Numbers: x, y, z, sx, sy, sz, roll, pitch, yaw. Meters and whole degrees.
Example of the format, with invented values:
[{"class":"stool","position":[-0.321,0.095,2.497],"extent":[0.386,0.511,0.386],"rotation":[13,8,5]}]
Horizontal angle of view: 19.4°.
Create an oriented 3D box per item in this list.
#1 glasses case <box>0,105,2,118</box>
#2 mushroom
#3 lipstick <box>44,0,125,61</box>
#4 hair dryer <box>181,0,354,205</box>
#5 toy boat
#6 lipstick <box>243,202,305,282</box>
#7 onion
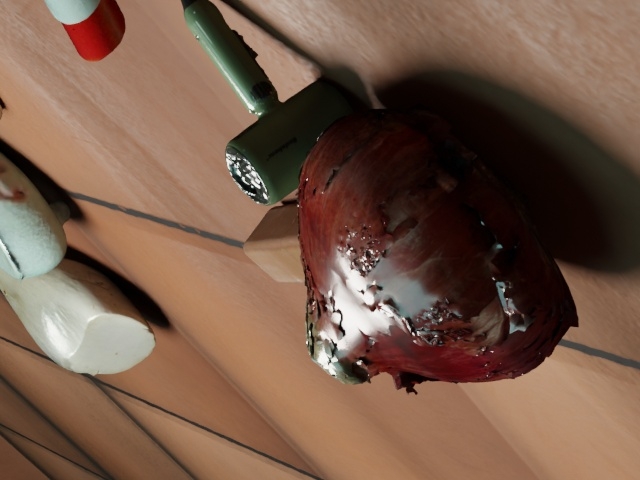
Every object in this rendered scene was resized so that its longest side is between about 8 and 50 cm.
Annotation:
[{"class":"glasses case","position":[-0.371,-0.183,1.480],"extent":[0.131,0.070,0.313],"rotation":[27,160,31]},{"class":"mushroom","position":[-0.264,0.049,1.865],"extent":[0.225,0.093,0.116],"rotation":[39,147,26]},{"class":"lipstick","position":[-0.163,-0.192,1.035],"extent":[0.061,0.068,0.274],"rotation":[22,157,25]},{"class":"hair dryer","position":[-0.046,-0.099,1.080],"extent":[0.150,0.071,0.047],"rotation":[55,160,-4]},{"class":"toy boat","position":[-0.305,-0.052,1.722],"extent":[0.208,0.079,0.134],"rotation":[43,158,21]},{"class":"lipstick","position":[0.000,0.000,1.257],"extent":[0.045,0.045,0.145],"rotation":[41,162,-18]},{"class":"onion","position":[0.052,0.018,1.031],"extent":[0.184,0.147,0.184],"rotation":[40,178,2]}]
